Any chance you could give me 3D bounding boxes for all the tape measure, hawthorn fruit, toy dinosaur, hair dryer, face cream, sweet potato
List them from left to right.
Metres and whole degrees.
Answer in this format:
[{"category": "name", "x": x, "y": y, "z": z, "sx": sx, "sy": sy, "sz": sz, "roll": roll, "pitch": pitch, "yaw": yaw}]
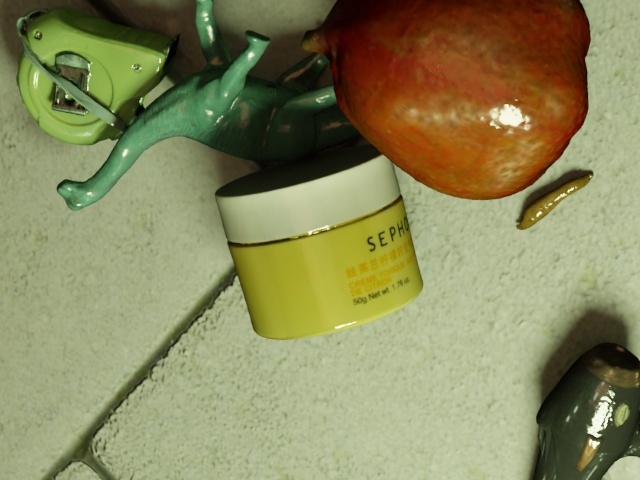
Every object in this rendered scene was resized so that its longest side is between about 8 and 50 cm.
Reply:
[{"category": "tape measure", "x": -0.296, "y": -0.206, "z": 1.811, "sx": 0.200, "sy": 0.106, "sz": 0.175, "roll": 18, "pitch": 113, "yaw": 0}, {"category": "toy dinosaur", "x": -0.097, "y": -0.114, "z": 1.778, "sx": 0.383, "sy": 0.129, "sz": 0.331, "roll": 21, "pitch": 117, "yaw": -13}, {"category": "face cream", "x": 0.000, "y": 0.000, "z": 1.726, "sx": 0.218, "sy": 0.218, "sz": 0.179, "roll": -12, "pitch": 101, "yaw": 18}, {"category": "hawthorn fruit", "x": 0.161, "y": -0.194, "z": 1.591, "sx": 0.311, "sy": 0.295, "sz": 0.295, "roll": 35, "pitch": 113, "yaw": -27}, {"category": "sweet potato", "x": 0.281, "y": -0.049, "z": 1.739, "sx": 0.115, "sy": 0.026, "sz": 0.026, "roll": -37, "pitch": 92, "yaw": 20}, {"category": "hair dryer", "x": 0.430, "y": 0.294, "z": 1.761, "sx": 0.360, "sy": 0.120, "sz": 0.303, "roll": 14, "pitch": 116, "yaw": 2}]
